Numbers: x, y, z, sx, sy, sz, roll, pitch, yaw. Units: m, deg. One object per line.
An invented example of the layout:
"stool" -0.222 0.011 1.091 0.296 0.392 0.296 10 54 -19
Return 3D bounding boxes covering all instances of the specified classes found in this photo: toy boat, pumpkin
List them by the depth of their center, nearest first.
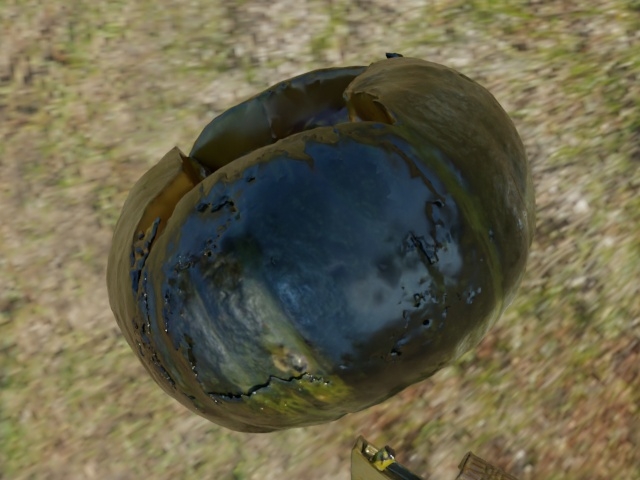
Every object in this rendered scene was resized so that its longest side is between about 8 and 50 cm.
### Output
"pumpkin" 0.000 0.000 1.236 0.320 0.320 0.192 -21 107 22
"toy boat" 0.124 0.219 1.455 0.226 0.068 0.088 31 106 2
